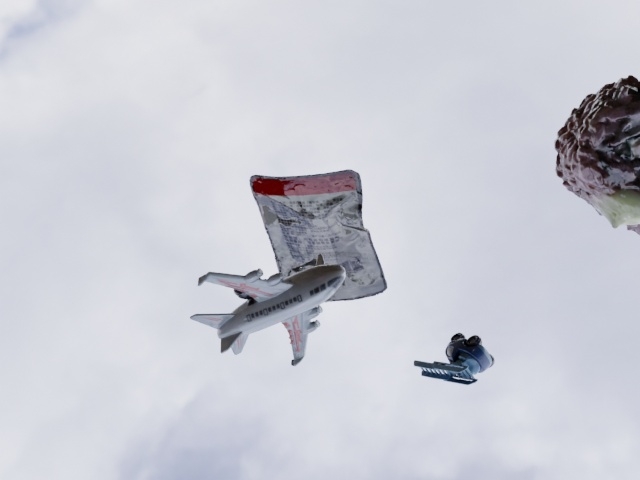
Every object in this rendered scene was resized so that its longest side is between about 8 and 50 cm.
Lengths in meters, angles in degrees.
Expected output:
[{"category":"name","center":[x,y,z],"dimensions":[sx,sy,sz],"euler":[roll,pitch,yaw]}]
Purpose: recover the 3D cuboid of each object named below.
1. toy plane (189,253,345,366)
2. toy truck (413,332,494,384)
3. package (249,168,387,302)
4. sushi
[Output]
[{"category":"toy plane","center":[-0.046,0.065,0.986],"dimensions":[0.171,0.162,0.066],"euler":[-33,-143,17]},{"category":"toy truck","center":[0.218,0.195,1.559],"dimensions":[0.074,0.063,0.136],"euler":[-46,-159,-23]},{"category":"package","center":[0.000,0.000,1.311],"dimensions":[0.154,0.239,0.030],"euler":[-4,-136,12]},{"category":"sushi","center":[0.518,-0.124,1.516],"dimensions":[0.237,0.270,0.171],"euler":[-56,-172,-10]}]
